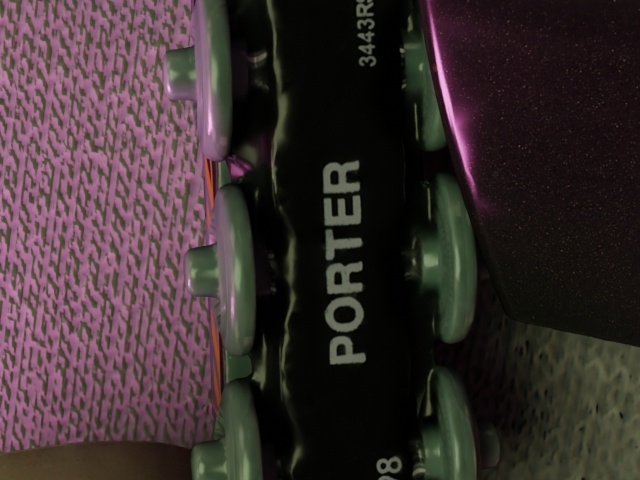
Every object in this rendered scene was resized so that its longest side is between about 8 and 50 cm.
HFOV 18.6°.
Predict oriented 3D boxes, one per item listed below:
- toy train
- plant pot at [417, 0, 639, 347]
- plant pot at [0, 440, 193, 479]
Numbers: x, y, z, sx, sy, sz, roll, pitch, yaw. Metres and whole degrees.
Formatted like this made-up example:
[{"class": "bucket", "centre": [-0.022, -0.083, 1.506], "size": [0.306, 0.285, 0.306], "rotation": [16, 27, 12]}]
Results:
[{"class": "toy train", "centre": [0.000, 0.000, 0.914], "size": [0.142, 0.190, 0.334], "rotation": [-4, 100, -7]}, {"class": "plant pot", "centre": [0.160, -0.050, 0.818], "size": [0.187, 0.188, 0.167], "rotation": [10, 112, 29]}, {"class": "plant pot", "centre": [-0.137, 0.266, 0.899], "size": [0.256, 0.256, 0.274], "rotation": [-31, 65, 29]}]
